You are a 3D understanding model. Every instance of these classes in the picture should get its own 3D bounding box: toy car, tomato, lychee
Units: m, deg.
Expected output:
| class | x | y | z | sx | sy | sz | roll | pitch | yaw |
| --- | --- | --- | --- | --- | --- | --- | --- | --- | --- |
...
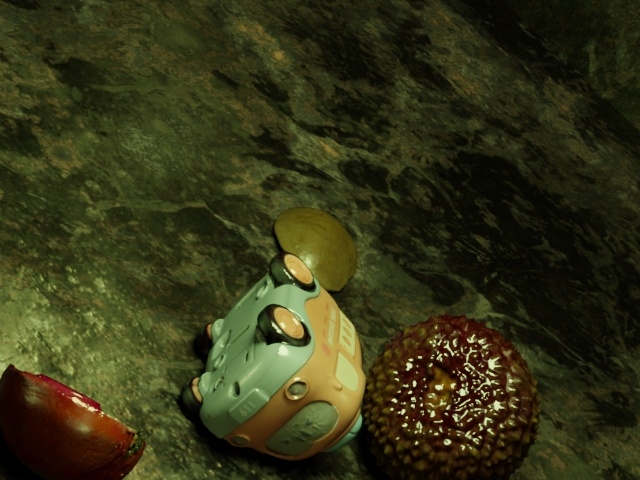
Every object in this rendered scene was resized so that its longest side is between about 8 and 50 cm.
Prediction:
| class | x | y | z | sx | sy | sz | roll | pitch | yaw |
| --- | --- | --- | --- | --- | --- | --- | --- | --- | --- |
| toy car | -0.037 | 0.168 | 1.931 | 0.212 | 0.180 | 0.270 | 39 | 26 | -16 |
| tomato | -0.288 | 0.215 | 1.658 | 0.173 | 0.099 | 0.189 | 25 | -13 | 10 |
| lychee | 0.179 | 0.229 | 2.022 | 0.271 | 0.271 | 0.271 | 27 | 29 | -17 |

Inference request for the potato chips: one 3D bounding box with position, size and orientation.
| class | x | y | z | sx | sy | sz | roll | pitch | yaw |
| --- | --- | --- | --- | --- | --- | --- | --- | --- | --- |
| potato chips | 0.000 | 0.000 | 2.349 | 0.150 | 0.049 | 0.202 | 40 | 22 | -3 |
